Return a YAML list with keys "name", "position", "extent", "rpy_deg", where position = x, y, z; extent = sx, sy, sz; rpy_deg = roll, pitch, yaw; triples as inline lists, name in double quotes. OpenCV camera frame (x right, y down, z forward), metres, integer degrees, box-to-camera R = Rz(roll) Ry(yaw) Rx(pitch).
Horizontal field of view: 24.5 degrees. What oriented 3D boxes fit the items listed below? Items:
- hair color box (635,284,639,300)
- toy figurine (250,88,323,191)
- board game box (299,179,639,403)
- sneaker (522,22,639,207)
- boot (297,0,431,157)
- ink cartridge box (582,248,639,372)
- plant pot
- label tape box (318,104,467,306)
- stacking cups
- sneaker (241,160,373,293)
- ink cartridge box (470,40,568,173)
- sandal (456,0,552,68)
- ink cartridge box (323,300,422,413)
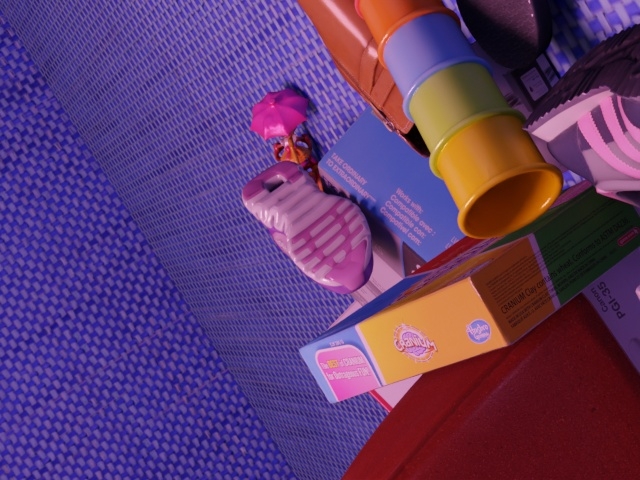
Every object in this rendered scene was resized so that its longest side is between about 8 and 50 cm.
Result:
- name: "hair color box"
  position: [0.409, 0.168, 1.142]
  extent: [0.374, 0.114, 0.185]
  rpy_deg: [59, 163, -23]
- name: "toy figurine"
  position: [-0.035, -0.124, 1.945]
  extent: [0.173, 0.130, 0.159]
  rpy_deg: [-83, -23, -78]
- name: "board game box"
  position: [0.149, 0.039, 1.335]
  extent: [0.064, 0.242, 0.316]
  rpy_deg: [58, 149, -1]
- name: "sneaker"
  position: [0.266, -0.092, 1.063]
  extent: [0.131, 0.112, 0.319]
  rpy_deg: [42, 170, -8]
- name: "boot"
  position: [0.040, -0.212, 1.449]
  extent: [0.220, 0.109, 0.283]
  rpy_deg: [57, 175, 28]
- name: "ink cartridge box"
  position: [0.280, 0.120, 1.444]
  extent: [0.207, 0.117, 0.283]
  rpy_deg: [57, 163, -1]
- name: "plant pot"
  position: [0.171, 0.231, 1.339]
  extent: [0.267, 0.236, 0.267]
  rpy_deg: [56, 164, 0]
- name: "label tape box"
  position: [0.114, -0.009, 1.682]
  extent: [0.249, 0.115, 0.347]
  rpy_deg: [44, 161, 36]
- name: "stacking cups"
  position: [0.104, -0.155, 1.272]
  extent: [0.096, 0.096, 0.316]
  rpy_deg: [87, 163, -59]
- name: "sneaker"
  position: [0.000, 0.000, 1.688]
  extent: [0.236, 0.095, 0.104]
  rpy_deg: [46, 167, 51]
- name: "ink cartridge box"
  position: [0.171, -0.139, 1.369]
  extent: [0.180, 0.060, 0.104]
  rpy_deg: [58, 164, -4]
- name: "sandal"
  position: [0.147, -0.263, 1.238]
  extent: [0.097, 0.054, 0.254]
  rpy_deg: [16, 133, 52]
- name: "ink cartridge box"
  position: [0.127, 0.191, 1.914]
  extent: [0.172, 0.100, 0.237]
  rpy_deg: [43, 178, 40]
